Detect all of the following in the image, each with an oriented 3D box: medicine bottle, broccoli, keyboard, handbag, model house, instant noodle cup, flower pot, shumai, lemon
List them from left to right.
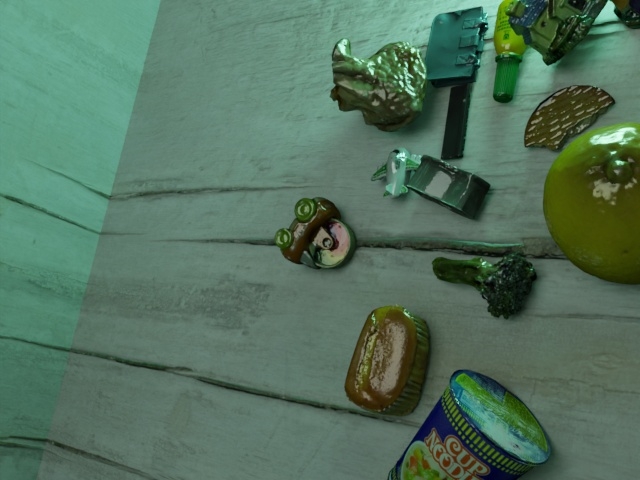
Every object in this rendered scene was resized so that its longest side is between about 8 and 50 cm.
[{"bbox_3d":[0.152,-0.474,2.138,0.267,0.262,0.314,-58,36,30],"label":"shumai"},{"bbox_3d":[0.348,-0.149,1.991,0.229,0.103,0.108,30,93,43],"label":"flower pot"},{"bbox_3d":[0.391,-0.340,2.085,0.072,0.023,0.231,-5,70,47],"label":"keyboard"},{"bbox_3d":[0.404,-0.568,2.137,0.179,0.062,0.229,2,75,38],"label":"handbag"},{"bbox_3d":[0.321,0.502,1.679,0.312,0.284,0.284,-54,47,22],"label":"instant noodle cup"},{"bbox_3d":[0.398,0.092,1.853,0.304,0.145,0.165,13,78,55],"label":"broccoli"},{"bbox_3d":[0.523,-0.530,2.006,0.111,0.076,0.309,2,74,43],"label":"medicine bottle"},{"bbox_3d":[0.587,-0.588,1.850,0.214,0.189,0.195,-56,3,8],"label":"model house"},{"bbox_3d":[0.645,-0.093,1.560,0.364,0.364,0.365,-16,64,35],"label":"lemon"},{"bbox_3d":[0.774,-0.592,1.800,0.087,0.100,0.101,-41,52,21],"label":"model house"}]

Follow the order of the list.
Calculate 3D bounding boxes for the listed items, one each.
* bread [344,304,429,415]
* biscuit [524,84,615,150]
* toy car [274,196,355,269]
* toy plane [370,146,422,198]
[{"bbox_3d":[0.174,0.314,1.929,0.204,0.156,0.288,12,80,40],"label":"bread"},{"bbox_3d":[0.635,-0.312,1.860,0.228,0.031,0.177,-2,73,38],"label":"biscuit"},{"bbox_3d":[0.000,0.000,2.224,0.235,0.145,0.235,-3,83,27],"label":"toy car"},{"bbox_3d":[0.224,-0.199,2.130,0.174,0.080,0.174,-24,49,30],"label":"toy plane"}]
